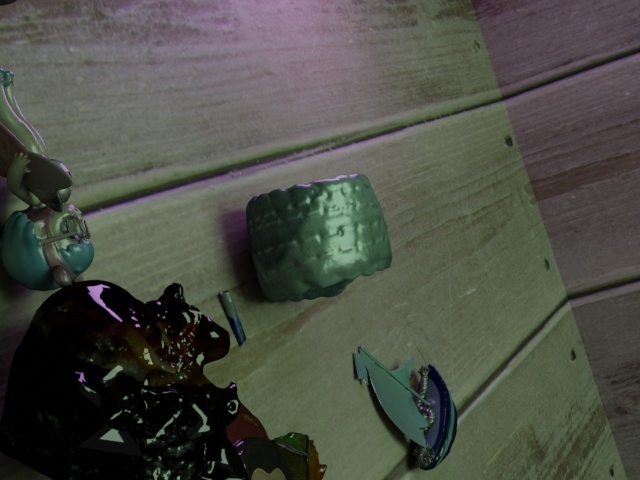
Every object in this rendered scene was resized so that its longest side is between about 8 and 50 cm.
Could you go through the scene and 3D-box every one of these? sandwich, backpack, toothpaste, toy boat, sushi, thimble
[{"bbox_3d":[-0.050,0.360,1.645,0.160,0.109,0.185,68,16,-61],"label":"sandwich"},{"bbox_3d":[-0.121,0.296,1.481,0.229,0.138,0.229,54,26,-41],"label":"backpack"},{"bbox_3d":[-0.124,0.112,1.739,0.024,0.015,0.083,-55,129,-60],"label":"toothpaste"},{"bbox_3d":[0.151,0.274,2.131,0.291,0.067,0.220,45,37,-39],"label":"toy boat"},{"bbox_3d":[-0.210,0.145,1.296,0.227,0.215,0.212,10,86,-39],"label":"sushi"},{"bbox_3d":[0.000,0.000,1.831,0.250,0.204,0.172,-5,80,-69],"label":"thimble"}]

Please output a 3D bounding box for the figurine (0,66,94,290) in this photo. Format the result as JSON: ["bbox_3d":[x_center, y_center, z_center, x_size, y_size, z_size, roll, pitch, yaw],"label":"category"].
[{"bbox_3d":[-0.332,-0.063,1.364,0.205,0.102,0.260,164,-93,-80],"label":"figurine"}]

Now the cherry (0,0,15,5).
[{"bbox_3d":[-0.385,-0.344,1.318,0.195,0.195,0.195,41,40,-47],"label":"cherry"}]
